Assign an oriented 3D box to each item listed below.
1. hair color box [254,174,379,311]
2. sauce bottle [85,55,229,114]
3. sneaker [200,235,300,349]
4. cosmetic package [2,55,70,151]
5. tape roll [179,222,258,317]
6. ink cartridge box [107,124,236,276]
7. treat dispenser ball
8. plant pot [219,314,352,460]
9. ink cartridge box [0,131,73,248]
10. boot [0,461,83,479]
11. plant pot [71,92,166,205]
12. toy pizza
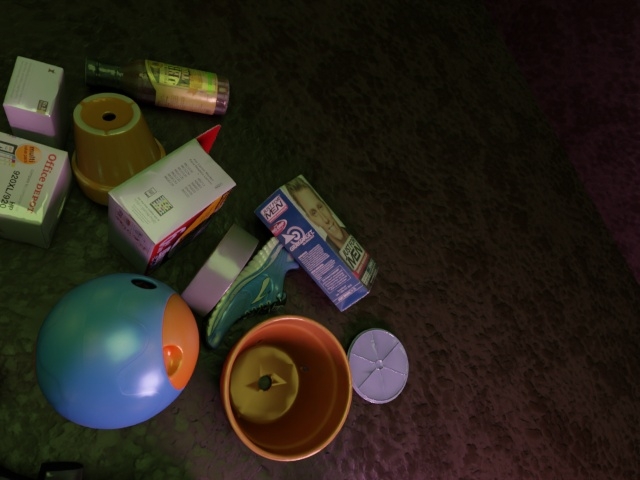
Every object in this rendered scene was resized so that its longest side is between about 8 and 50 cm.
[{"bbox_3d":[0.000,0.000,1.148,0.347,0.105,0.174,49,25,-5],"label":"hair color box"},{"bbox_3d":[-0.414,-0.403,1.109,0.344,0.111,0.112,1,74,-27],"label":"sauce bottle"},{"bbox_3d":[-0.160,0.140,1.054,0.147,0.129,0.330,42,61,-6],"label":"sneaker"},{"bbox_3d":[-0.593,-0.264,0.906,0.085,0.231,0.118,10,69,-23],"label":"cosmetic package"},{"bbox_3d":[-0.235,0.067,0.986,0.072,0.219,0.219,37,62,-12],"label":"tape roll"},{"bbox_3d":[-0.311,-0.076,0.941,0.130,0.309,0.272,49,60,-5],"label":"ink cartridge box"},{"bbox_3d":[-0.384,0.208,0.828,0.287,0.288,0.289,8,71,-24],"label":"treat dispenser ball"},{"bbox_3d":[-0.100,0.330,0.980,0.290,0.203,0.291,8,70,-23],"label":"plant pot"},{"bbox_3d":[-0.654,-0.110,0.864,0.232,0.168,0.172,16,67,-22],"label":"ink cartridge box"},{"bbox_3d":[-0.585,0.548,0.744,0.264,0.096,0.281,20,70,-38],"label":"boot"},{"bbox_3d":[-0.454,-0.211,0.950,0.204,0.188,0.205,6,57,-9],"label":"plant pot"},{"bbox_3d":[0.158,0.349,1.200,0.201,0.032,0.202,8,70,-23],"label":"toy pizza"}]
